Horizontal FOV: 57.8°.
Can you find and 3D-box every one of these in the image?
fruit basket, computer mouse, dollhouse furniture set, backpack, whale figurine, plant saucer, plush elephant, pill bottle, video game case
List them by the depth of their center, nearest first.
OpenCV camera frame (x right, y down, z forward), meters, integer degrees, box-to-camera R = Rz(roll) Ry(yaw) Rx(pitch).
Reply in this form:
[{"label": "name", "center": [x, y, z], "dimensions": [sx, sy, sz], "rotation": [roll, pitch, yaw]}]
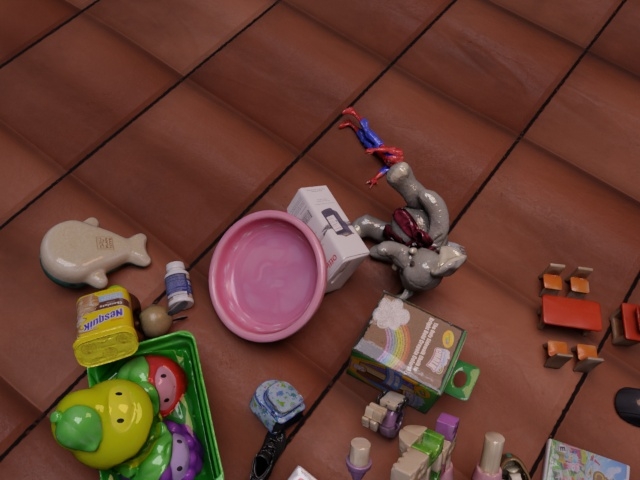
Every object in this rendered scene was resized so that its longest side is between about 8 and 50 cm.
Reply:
[{"label": "fruit basket", "center": [-0.376, 0.379, 1.220], "dimensions": [0.282, 0.392, 0.392], "rotation": [-14, 63, -10]}, {"label": "video game case", "center": [0.605, 0.593, 1.336], "dimensions": [0.193, 0.023, 0.213], "rotation": [18, 62, 7]}, {"label": "backpack", "center": [-0.103, 0.384, 1.376], "dimensions": [0.114, 0.084, 0.105], "rotation": [36, 32, 26]}, {"label": "computer mouse", "center": [0.876, 0.397, 1.434], "dimensions": [0.261, 0.060, 0.184], "rotation": [22, 63, 9]}, {"label": "plant saucer", "center": [-0.127, 0.092, 1.481], "dimensions": [0.331, 0.084, 0.333], "rotation": [-4, 80, 24]}, {"label": "dollhouse furniture set", "center": [0.700, 0.195, 1.494], "dimensions": [0.258, 0.135, 0.262], "rotation": [8, 61, 2]}, {"label": "plush elephant", "center": [0.235, 0.022, 1.496], "dimensions": [0.330, 0.272, 0.255], "rotation": [35, 36, -10]}, {"label": "pill bottle", "center": [-0.375, 0.119, 1.530], "dimensions": [0.067, 0.067, 0.120], "rotation": [-12, 63, -9]}, {"label": "whale figurine", "center": [-0.599, 0.043, 1.545], "dimensions": [0.271, 0.141, 0.216], "rotation": [-3, 59, -32]}]

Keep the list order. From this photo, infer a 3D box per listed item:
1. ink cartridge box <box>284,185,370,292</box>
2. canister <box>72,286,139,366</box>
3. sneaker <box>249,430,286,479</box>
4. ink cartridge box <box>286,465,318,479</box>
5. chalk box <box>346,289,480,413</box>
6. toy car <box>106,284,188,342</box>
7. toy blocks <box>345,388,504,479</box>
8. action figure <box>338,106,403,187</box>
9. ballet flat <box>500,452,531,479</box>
[{"label": "ink cartridge box", "center": [0.000, 0.000, 1.541], "dimensions": [0.100, 0.172, 0.237], "rotation": [-10, 59, -40]}, {"label": "canister", "center": [-0.471, 0.183, 1.268], "dimensions": [0.126, 0.074, 0.170], "rotation": [-16, 35, -13]}, {"label": "sneaker", "center": [-0.122, 0.496, 1.321], "dimensions": [0.051, 0.089, 0.170], "rotation": [19, 62, 8]}, {"label": "ink cartridge box", "center": [-0.052, 0.654, 1.220], "dimensions": [0.201, 0.117, 0.278], "rotation": [34, 65, 15]}, {"label": "chalk box", "center": [0.233, 0.286, 1.403], "dimensions": [0.288, 0.179, 0.180], "rotation": [27, 62, 11]}, {"label": "toy car", "center": [-0.427, 0.187, 1.450], "dimensions": [0.188, 0.155, 0.149], "rotation": [-11, 62, -19]}, {"label": "toy blocks", "center": [0.205, 0.536, 1.250], "dimensions": [0.308, 0.260, 0.288], "rotation": [15, 20, 31]}, {"label": "action figure", "center": [0.142, -0.274, 1.757], "dimensions": [0.139, 0.092, 0.280], "rotation": [-36, 67, -27]}, {"label": "ballet flat", "center": [0.439, 0.629, 1.240], "dimensions": [0.116, 0.124, 0.343], "rotation": [-6, 58, 6]}]
